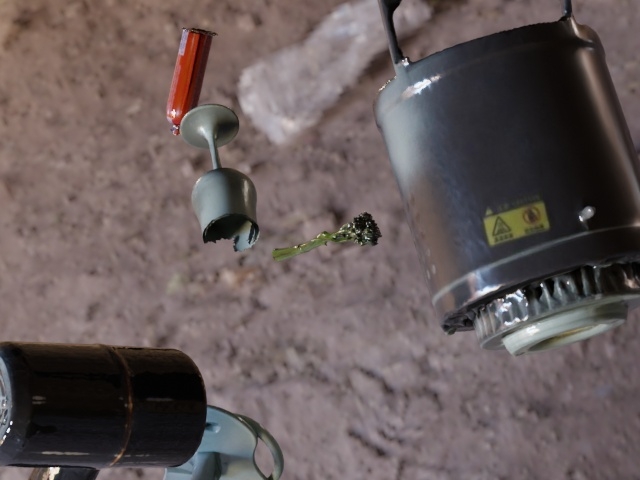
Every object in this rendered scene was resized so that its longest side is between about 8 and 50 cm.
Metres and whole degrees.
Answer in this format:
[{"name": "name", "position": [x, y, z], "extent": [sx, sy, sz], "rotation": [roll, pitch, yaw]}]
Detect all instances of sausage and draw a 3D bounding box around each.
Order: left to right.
[{"name": "sausage", "position": [-0.175, -0.210, 2.154], "extent": [0.050, 0.145, 0.048], "rotation": [13, 9, 0]}]

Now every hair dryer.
[{"name": "hair dryer", "position": [-0.251, 0.237, 1.386], "extent": [0.189, 0.352, 0.107], "rotation": [7, 31, -40]}]

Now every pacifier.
[{"name": "pacifier", "position": [-0.100, 0.222, 1.508], "extent": [0.127, 0.150, 0.116], "rotation": [2, 38, 7]}]

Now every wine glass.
[{"name": "wine glass", "position": [-0.121, -0.075, 1.958], "extent": [0.079, 0.079, 0.195], "rotation": [-18, 47, 6]}]

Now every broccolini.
[{"name": "broccolini", "position": [-0.001, 0.000, 2.014], "extent": [0.218, 0.044, 0.042], "rotation": [-14, 25, 51]}]

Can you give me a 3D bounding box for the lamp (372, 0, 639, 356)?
[{"name": "lamp", "position": [0.170, -0.045, 1.356], "extent": [0.205, 0.374, 0.272], "rotation": [-17, 57, 0]}]
